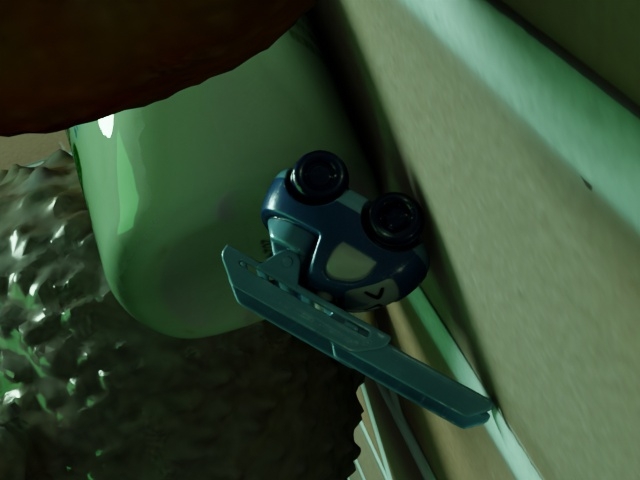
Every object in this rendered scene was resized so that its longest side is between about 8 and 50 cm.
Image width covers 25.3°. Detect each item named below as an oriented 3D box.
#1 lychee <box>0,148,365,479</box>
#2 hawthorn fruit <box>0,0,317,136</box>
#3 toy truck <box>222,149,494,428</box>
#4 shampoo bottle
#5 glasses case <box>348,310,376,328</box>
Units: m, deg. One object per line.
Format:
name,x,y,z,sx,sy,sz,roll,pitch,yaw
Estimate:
lychee,-0.151,0.108,1.067,0.432,0.380,0.380,-30,-77,-68
hawthorn fruit,-0.101,-0.145,0.374,0.262,0.258,0.258,-8,102,57
toy truck,0.028,0.020,0.631,0.136,0.074,0.063,28,165,13
shampoo bottle,-0.088,-0.132,0.802,0.222,0.151,0.349,76,174,-64
glasses case,0.000,0.000,0.944,0.063,0.041,0.164,83,168,-62
